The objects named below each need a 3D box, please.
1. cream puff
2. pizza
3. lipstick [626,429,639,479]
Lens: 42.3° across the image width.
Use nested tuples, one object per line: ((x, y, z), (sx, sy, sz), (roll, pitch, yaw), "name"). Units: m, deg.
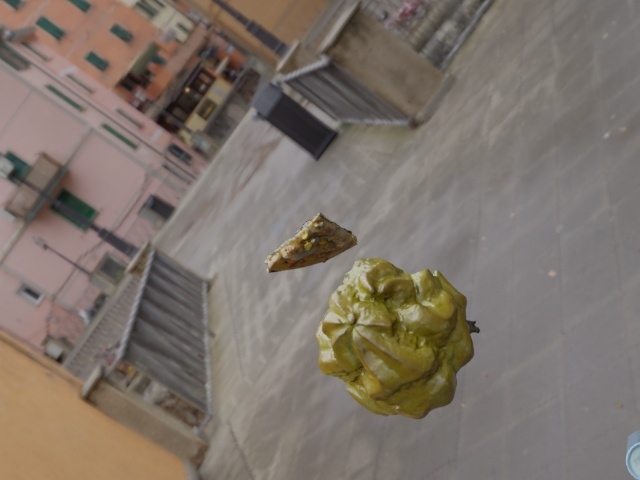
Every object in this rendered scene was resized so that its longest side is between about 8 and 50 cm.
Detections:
((0.059, 0.093, 0.764), (0.156, 0.156, 0.121), (-45, 35, 36), "cream puff")
((0.000, 0.000, 1.498), (0.185, 0.036, 0.176), (-13, -23, -26), "pizza")
((0.503, 0.320, 1.264), (0.061, 0.068, 0.274), (-31, -16, 17), "lipstick")
